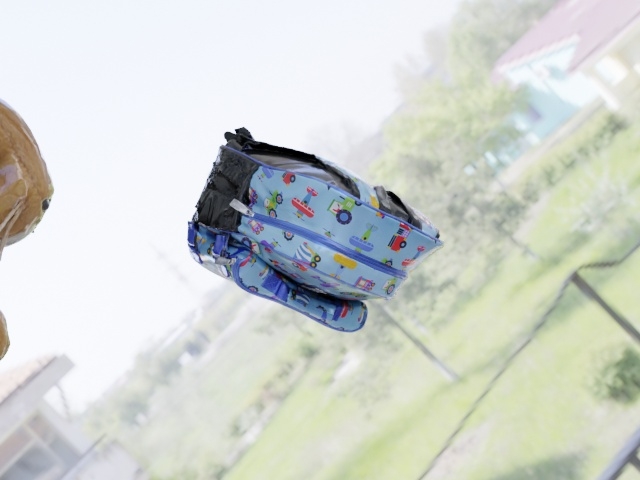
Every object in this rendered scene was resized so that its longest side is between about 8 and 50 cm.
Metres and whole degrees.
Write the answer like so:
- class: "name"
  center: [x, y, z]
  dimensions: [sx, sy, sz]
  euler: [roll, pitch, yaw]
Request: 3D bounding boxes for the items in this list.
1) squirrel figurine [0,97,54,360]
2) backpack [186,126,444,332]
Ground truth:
- class: "squirrel figurine"
  center: [-0.461, -0.018, 1.139]
  dimensions: [0.370, 0.397, 0.281]
  euler: [-57, -6, 5]
- class: "backpack"
  center: [0.000, 0.000, 0.903]
  dimensions: [0.173, 0.158, 0.117]
  euler: [21, 86, 54]
